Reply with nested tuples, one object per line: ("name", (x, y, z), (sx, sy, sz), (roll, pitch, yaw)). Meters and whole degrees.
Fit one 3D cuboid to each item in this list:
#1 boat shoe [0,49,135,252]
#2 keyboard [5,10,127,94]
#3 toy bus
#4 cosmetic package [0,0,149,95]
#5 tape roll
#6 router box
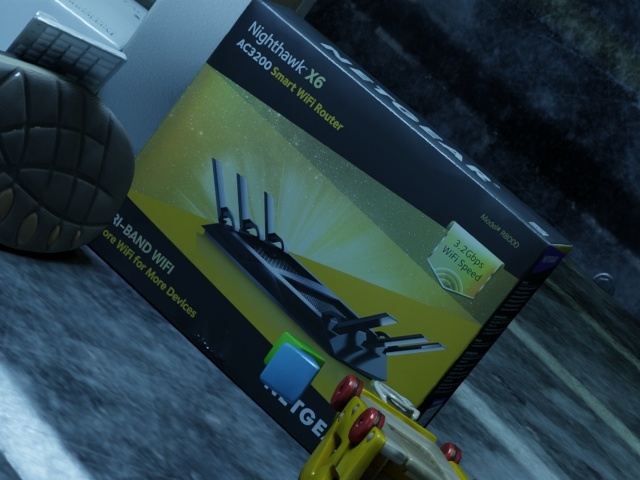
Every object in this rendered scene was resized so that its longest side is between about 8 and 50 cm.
("boat shoe", (-0.268, -0.100, 1.334), (0.130, 0.132, 0.355), (38, 3, 37))
("keyboard", (-0.217, -0.111, 1.416), (0.072, 0.014, 0.256), (30, -24, -15))
("toy bus", (0.035, 0.167, 1.265), (0.191, 0.104, 0.202), (38, 3, 36))
("cosmetic package", (-0.279, -0.195, 1.636), (0.224, 0.138, 0.224), (37, 14, -4))
("tape roll", (-0.071, -0.210, 1.686), (0.072, 0.392, 0.392), (37, 12, 1))
("router box", (0.000, 0.000, 1.462), (0.309, 0.243, 0.081), (41, 12, 17))
